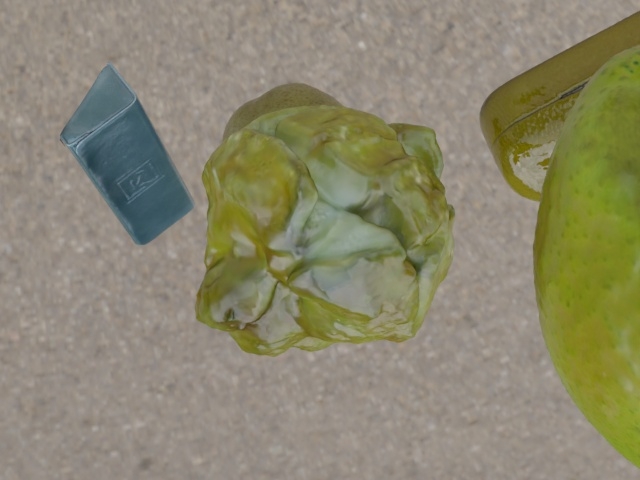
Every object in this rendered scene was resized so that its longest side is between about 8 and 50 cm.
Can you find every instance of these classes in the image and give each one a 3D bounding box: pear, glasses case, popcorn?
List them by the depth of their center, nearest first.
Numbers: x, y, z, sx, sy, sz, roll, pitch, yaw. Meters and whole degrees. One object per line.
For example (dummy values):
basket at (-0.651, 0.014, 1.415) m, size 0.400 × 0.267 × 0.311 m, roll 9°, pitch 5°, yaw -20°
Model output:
pear at (0.329, 0.010, 0.885) m, size 0.391 × 0.391 × 0.391 m, roll -9°, pitch 130°, yaw -11°
popcorn at (0.002, 0.003, 1.263) m, size 0.226 × 0.276 × 0.276 m, roll -17°, pitch 140°, yaw -46°
glasses case at (-0.207, -0.084, 1.431) m, size 0.105 × 0.056 × 0.266 m, roll -62°, pitch 162°, yaw -17°
glasses case at (0.376, -0.163, 1.466) m, size 0.371 × 0.141 × 0.173 m, roll -27°, pitch 153°, yaw 11°
pear at (-0.032, -0.106, 1.483) m, size 0.167 × 0.136 × 0.167 m, roll 16°, pitch 135°, yaw 17°
